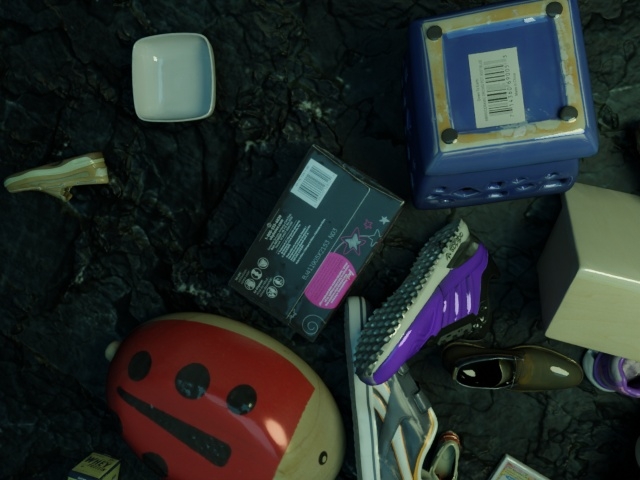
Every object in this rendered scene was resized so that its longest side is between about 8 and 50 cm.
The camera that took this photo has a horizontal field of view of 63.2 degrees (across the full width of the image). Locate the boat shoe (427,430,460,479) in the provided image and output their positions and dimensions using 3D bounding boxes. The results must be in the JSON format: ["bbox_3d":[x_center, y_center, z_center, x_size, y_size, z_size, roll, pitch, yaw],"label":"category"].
[{"bbox_3d":[0.203,0.385,0.859,0.049,0.043,0.137,12,99,7],"label":"boat shoe"}]

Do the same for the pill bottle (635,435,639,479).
[{"bbox_3d":[0.587,0.280,0.684,0.229,0.229,0.408,38,101,5],"label":"pill bottle"}]

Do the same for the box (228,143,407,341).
[{"bbox_3d":[0.000,0.000,0.810,0.163,0.142,0.247,33,99,7],"label":"box"}]

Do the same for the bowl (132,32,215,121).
[{"bbox_3d":[-0.238,-0.268,0.872,0.142,0.053,0.142,0,96,11],"label":"bowl"}]

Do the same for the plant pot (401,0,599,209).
[{"bbox_3d":[0.228,-0.179,0.697,0.236,0.212,0.236,-6,84,11],"label":"plant pot"}]

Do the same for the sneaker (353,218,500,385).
[{"bbox_3d":[0.176,0.113,0.760,0.146,0.102,0.293,44,67,-8],"label":"sneaker"}]

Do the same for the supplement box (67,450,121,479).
[{"bbox_3d":[-0.420,0.451,0.959,0.056,0.083,0.083,13,96,8],"label":"supplement box"}]

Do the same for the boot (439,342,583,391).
[{"bbox_3d":[0.294,0.206,0.792,0.219,0.106,0.082,5,96,10],"label":"boot"}]

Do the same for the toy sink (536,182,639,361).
[{"bbox_3d":[0.402,0.038,0.731,0.152,0.234,0.131,14,127,8],"label":"toy sink"}]

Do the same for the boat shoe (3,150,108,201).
[{"bbox_3d":[-0.470,-0.102,0.928,0.190,0.068,0.072,-12,105,11],"label":"boat shoe"}]

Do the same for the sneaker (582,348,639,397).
[{"bbox_3d":[0.496,0.141,0.750,0.095,0.104,0.236,42,100,6],"label":"sneaker"}]

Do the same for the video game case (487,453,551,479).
[{"bbox_3d":[0.337,0.450,0.853,0.157,0.019,0.143,30,99,7],"label":"video game case"}]

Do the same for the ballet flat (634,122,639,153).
[{"bbox_3d":[0.507,-0.061,0.722,0.084,0.058,0.250,-14,66,-15],"label":"ballet flat"}]

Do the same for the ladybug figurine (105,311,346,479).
[{"bbox_3d":[-0.175,0.292,0.859,0.449,0.162,0.305,24,99,8],"label":"ladybug figurine"}]

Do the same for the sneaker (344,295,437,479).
[{"bbox_3d":[0.108,0.244,0.823,0.127,0.126,0.321,-6,88,-2],"label":"sneaker"}]
